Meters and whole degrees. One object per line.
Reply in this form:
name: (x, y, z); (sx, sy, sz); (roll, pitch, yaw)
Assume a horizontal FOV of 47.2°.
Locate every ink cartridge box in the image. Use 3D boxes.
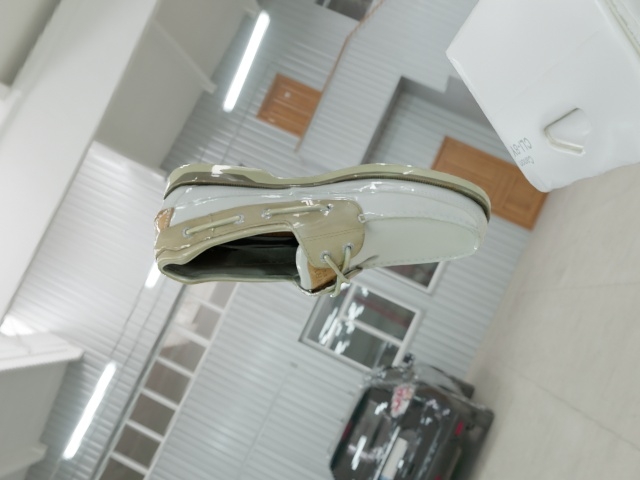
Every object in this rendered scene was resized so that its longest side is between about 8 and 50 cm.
ink cartridge box: (0.310, -0.218, 0.531); (0.385, 0.160, 0.279); (-35, -2, -3)

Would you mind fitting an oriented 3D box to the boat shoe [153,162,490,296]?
boat shoe: (0.000, 0.000, 0.662); (0.113, 0.303, 0.103); (80, -167, -51)
